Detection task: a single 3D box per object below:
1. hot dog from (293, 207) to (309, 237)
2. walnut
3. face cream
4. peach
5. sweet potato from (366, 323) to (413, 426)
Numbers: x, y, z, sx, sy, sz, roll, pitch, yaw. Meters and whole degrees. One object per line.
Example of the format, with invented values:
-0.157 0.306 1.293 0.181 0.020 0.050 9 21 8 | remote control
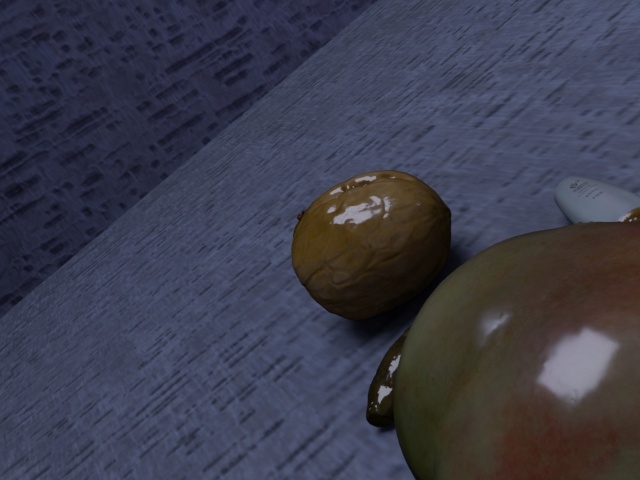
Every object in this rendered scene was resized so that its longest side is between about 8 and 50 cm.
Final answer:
0.000 0.000 1.249 0.102 0.076 0.249 -37 23 9 | hot dog
0.072 0.003 1.008 0.222 0.195 0.195 -25 24 9 | walnut
0.332 -0.031 0.866 0.072 0.051 0.182 -35 22 3 | face cream
0.191 0.113 0.537 0.292 0.247 0.292 -54 11 15 | peach
0.144 0.103 0.860 0.273 0.075 0.075 -42 23 -7 | sweet potato
